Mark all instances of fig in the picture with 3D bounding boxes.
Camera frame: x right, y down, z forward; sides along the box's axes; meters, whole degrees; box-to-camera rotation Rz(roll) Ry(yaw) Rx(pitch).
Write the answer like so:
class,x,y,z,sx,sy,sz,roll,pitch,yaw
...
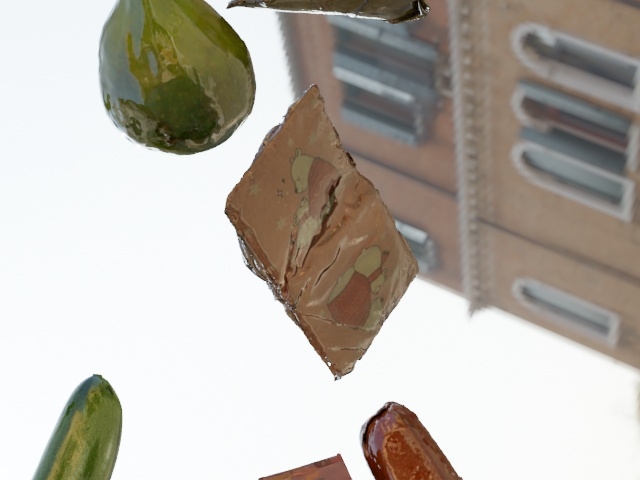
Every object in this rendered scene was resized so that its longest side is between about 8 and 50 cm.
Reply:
class,x,y,z,sx,sy,sz,roll,pitch,yaw
fig,-0.192,-0.238,1.876,0.206,0.206,0.275,-56,-28,-26

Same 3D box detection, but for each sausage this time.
class,x,y,z,sx,sy,sz,roll,pitch,yaw
sausage,0.149,0.342,1.829,0.102,0.330,0.102,-31,-2,-2

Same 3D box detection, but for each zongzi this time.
class,x,y,z,sx,sy,sz,roll,pitch,yaw
zongzi,0.017,-0.395,2.102,0.260,0.289,0.123,101,168,-66

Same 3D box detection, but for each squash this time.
class,x,y,z,sx,sy,sz,roll,pitch,yaw
squash,-0.368,0.375,2.137,0.395,0.107,0.107,-65,-20,-10

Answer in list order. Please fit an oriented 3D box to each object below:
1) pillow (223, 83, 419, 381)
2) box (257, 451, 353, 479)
class,x,y,z,sx,sy,sz,roll,pitch,yaw
pillow,0.000,0.000,1.228,0.135,0.049,0.248,-59,-41,-24
box,-0.024,0.323,1.810,0.111,0.060,0.156,-14,-39,-19
